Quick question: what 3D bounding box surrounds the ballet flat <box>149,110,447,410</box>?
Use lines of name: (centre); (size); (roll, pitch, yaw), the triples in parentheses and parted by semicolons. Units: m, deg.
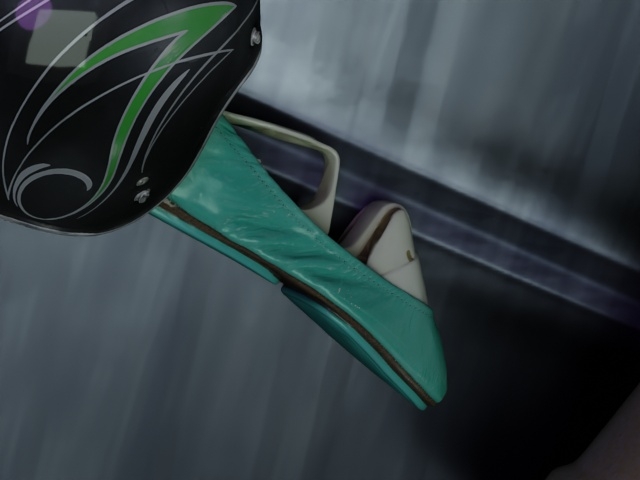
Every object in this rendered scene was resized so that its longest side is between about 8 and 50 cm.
ballet flat: (0.000, 0.000, 0.848); (0.247, 0.083, 0.087); (37, 87, -27)

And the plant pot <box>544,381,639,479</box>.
plant pot: (0.304, 0.122, 0.870); (0.334, 0.334, 0.305); (28, 93, -23)

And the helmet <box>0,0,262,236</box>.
helmet: (-0.113, -0.101, 0.724); (0.169, 0.169, 0.161); (25, 112, -23)
